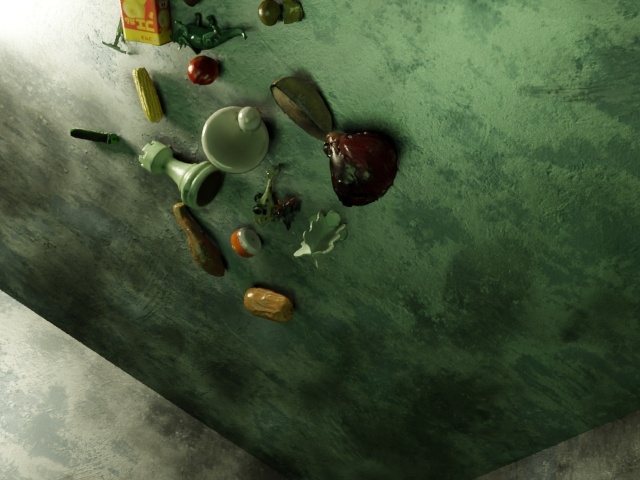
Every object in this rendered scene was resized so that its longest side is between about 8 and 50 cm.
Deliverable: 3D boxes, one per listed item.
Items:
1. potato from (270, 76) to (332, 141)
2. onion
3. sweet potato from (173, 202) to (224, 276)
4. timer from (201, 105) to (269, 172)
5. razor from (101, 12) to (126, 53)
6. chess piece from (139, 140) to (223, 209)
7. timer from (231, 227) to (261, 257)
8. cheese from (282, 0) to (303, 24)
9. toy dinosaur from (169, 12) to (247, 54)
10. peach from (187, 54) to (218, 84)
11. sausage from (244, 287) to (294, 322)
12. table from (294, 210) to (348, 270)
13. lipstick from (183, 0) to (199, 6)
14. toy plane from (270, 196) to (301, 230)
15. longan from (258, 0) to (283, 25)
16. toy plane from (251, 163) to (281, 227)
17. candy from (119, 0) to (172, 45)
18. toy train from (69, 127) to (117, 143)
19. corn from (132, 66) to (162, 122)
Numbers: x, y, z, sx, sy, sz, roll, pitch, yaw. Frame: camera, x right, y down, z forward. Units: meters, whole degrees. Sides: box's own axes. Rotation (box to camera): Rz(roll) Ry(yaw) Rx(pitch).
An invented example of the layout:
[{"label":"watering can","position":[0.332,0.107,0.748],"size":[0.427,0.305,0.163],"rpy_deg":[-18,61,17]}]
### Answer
[{"label":"potato","position":[-0.055,-0.451,1.546],"size":[0.261,0.100,0.120],"rpy_deg":[41,169,-26]},{"label":"onion","position":[0.133,-0.227,1.533],"size":[0.281,0.221,0.280],"rpy_deg":[23,153,13]},{"label":"sweet potato","position":[-0.532,0.013,2.041],"size":[0.109,0.109,0.385],"rpy_deg":[-14,117,30]},{"label":"timer","position":[-0.289,-0.347,1.602],"size":[0.234,0.240,0.233],"rpy_deg":[0,92,-9]},{"label":"razor","position":[-0.690,-0.758,1.617],"size":[0.084,0.035,0.211],"rpy_deg":[21,127,-23]},{"label":"chess piece","position":[-0.551,-0.269,1.814],"size":[0.299,0.194,0.194],"rpy_deg":[31,130,11]},{"label":"timer","position":[-0.323,0.016,1.959],"size":[0.136,0.099,0.136],"rpy_deg":[8,114,20]},{"label":"cheese","position":[-0.090,-0.699,1.398],"size":[0.060,0.041,0.084],"rpy_deg":[5,136,29]},{"label":"toy dinosaur","position":[-0.368,-0.678,1.507],"size":[0.292,0.079,0.119],"rpy_deg":[-4,127,28]},{"label":"peach","position":[-0.398,-0.578,1.579],"size":[0.101,0.100,0.100],"rpy_deg":[11,127,15]},{"label":"sausage","position":[-0.231,0.292,2.103],"size":[0.242,0.120,0.136],"rpy_deg":[16,139,11]},{"label":"table","position":[0.000,0.000,1.749],"size":[0.167,0.198,0.166],"rpy_deg":[11,126,15]},{"label":"lipstick","position":[-0.287,-0.826,1.381],"size":[0.357,0.057,0.057],"rpy_deg":[-25,111,34]},{"label":"toy plane","position":[-0.129,-0.090,1.819],"size":[0.061,0.130,0.189],"rpy_deg":[53,160,37]},{"label":"longan","position":[-0.149,-0.689,1.417],"size":[0.083,0.075,0.075],"rpy_deg":[16,134,-26]},{"label":"toy plane","position":[-0.203,-0.162,1.799],"size":[0.108,0.092,0.286],"rpy_deg":[6,129,-8]},{"label":"candy","position":[-0.573,-0.787,1.507],"size":[0.146,0.088,0.275],"rpy_deg":[13,127,13]},{"label":"toy train","position":[-0.942,-0.436,1.937],"size":[0.209,0.042,0.044],"rpy_deg":[12,104,16]},{"label":"corn","position":[-0.638,-0.535,1.725],"size":[0.068,0.067,0.206],"rpy_deg":[3,124,21]}]
